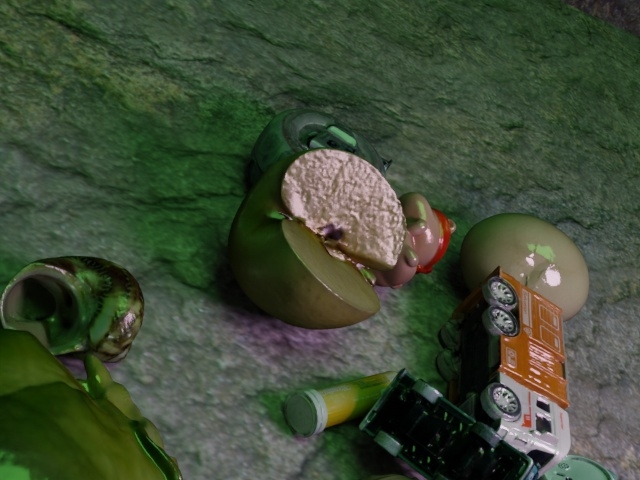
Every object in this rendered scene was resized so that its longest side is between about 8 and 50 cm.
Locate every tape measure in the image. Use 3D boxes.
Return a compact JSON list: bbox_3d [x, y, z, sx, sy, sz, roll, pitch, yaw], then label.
[{"bbox_3d":[-0.001,-0.140,1.792,0.256,0.147,0.275,31,34,0],"label":"tape measure"}]

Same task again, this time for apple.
[{"bbox_3d":[-0.016,0.008,1.565,0.257,0.233,0.295,35,57,-38],"label":"apple"}]

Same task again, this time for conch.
[{"bbox_3d":[-0.339,0.103,1.309,0.187,0.124,0.181,-42,93,-27],"label":"conch"}]

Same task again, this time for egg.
[{"bbox_3d":[0.406,0.061,1.883,0.269,0.219,0.219,29,36,11],"label":"egg"}]

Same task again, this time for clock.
[{"bbox_3d":[0.436,0.427,1.621,0.148,0.060,0.188,11,24,20],"label":"clock"}]

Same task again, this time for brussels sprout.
[{"bbox_3d":[-0.336,0.282,1.017,0.371,0.276,0.315,41,24,-10],"label":"brussels sprout"}]

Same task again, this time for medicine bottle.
[{"bbox_3d":[0.046,0.257,1.510,0.218,0.074,0.074,-5,56,-45],"label":"medicine bottle"}]

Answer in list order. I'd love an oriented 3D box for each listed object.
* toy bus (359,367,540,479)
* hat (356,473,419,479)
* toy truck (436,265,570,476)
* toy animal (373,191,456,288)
[{"bbox_3d":[0.202,0.322,1.431,0.256,0.128,0.147,33,-9,35],"label":"toy bus"},{"bbox_3d":[0.098,0.430,1.342,0.166,0.144,0.173,30,16,-9],"label":"hat"},{"bbox_3d":[0.333,0.250,1.665,0.207,0.173,0.388,27,40,-13],"label":"toy truck"},{"bbox_3d":[0.156,0.001,1.789,0.171,0.171,0.197,47,41,10],"label":"toy animal"}]
